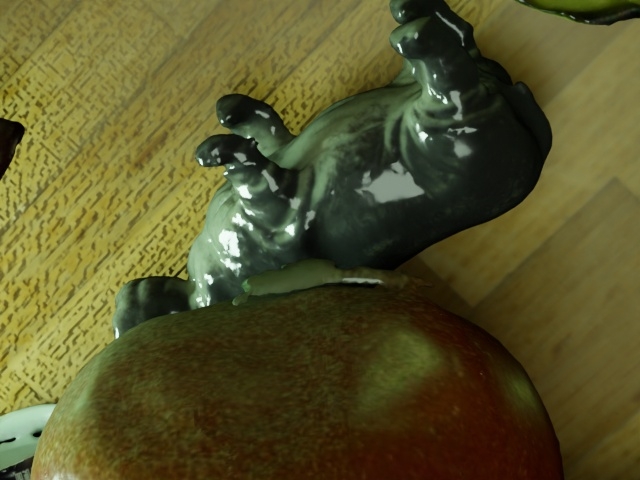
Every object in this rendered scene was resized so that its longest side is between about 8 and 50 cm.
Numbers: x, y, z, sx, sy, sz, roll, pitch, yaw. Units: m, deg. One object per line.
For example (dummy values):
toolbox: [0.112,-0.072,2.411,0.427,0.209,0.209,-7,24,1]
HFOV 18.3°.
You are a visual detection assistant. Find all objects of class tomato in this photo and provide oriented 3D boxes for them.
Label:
tomato: [-0.005,0.152,1.113,0.303,0.239,0.303,-1,137,-1]

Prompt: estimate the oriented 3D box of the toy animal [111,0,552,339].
toy animal: [-0.016,-0.007,1.211,0.168,0.106,0.343,39,116,-15]

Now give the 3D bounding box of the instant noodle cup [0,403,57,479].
instant noodle cup: [-0.192,0.215,1.256,0.230,0.230,0.182,-14,98,11]

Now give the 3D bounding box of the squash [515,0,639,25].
squash: [0.187,-0.218,1.087,0.237,0.155,0.204,32,112,-3]

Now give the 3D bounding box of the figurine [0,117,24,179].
figurine: [-0.361,-0.114,1.185,0.370,0.167,0.281,30,125,-10]
